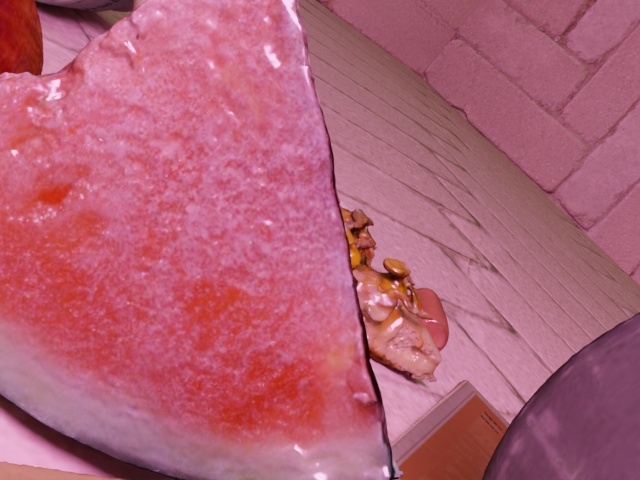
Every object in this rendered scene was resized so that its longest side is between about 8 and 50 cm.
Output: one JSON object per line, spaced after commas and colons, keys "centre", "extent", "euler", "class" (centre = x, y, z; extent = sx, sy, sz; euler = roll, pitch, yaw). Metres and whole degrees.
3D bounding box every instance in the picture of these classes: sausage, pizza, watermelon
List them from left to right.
{"centre": [-0.058, 0.014, 0.371], "extent": [0.207, 0.202, 0.136], "euler": [32, 49, 27], "class": "watermelon"}
{"centre": [0.000, 0.000, 0.727], "extent": [0.226, 0.069, 0.147], "euler": [49, 14, 31], "class": "pizza"}
{"centre": [0.085, 0.064, 0.817], "extent": [0.034, 0.034, 0.083], "euler": [38, 14, -10], "class": "sausage"}

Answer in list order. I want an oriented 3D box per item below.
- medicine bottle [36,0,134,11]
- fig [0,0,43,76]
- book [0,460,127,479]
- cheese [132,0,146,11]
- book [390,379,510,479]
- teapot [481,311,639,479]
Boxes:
{"centre": [-0.200, -0.266, 0.877], "extent": [0.135, 0.135, 0.168], "euler": [41, 15, 3], "class": "medicine bottle"}
{"centre": [-0.165, -0.065, 0.450], "extent": [0.153, 0.119, 0.119], "euler": [61, 1, -34], "class": "fig"}
{"centre": [-0.022, 0.159, 0.274], "extent": [0.161, 0.026, 0.231], "euler": [25, 21, -45], "class": "book"}
{"centre": [-0.128, -0.145, 0.807], "extent": [0.049, 0.127, 0.235], "euler": [6, 40, -13], "class": "cheese"}
{"centre": [0.119, 0.169, 0.622], "extent": [0.170, 0.018, 0.241], "euler": [45, 15, 13], "class": "book"}
{"centre": [0.204, 0.162, 0.307], "extent": [0.253, 0.300, 0.344], "euler": [37, 18, -14], "class": "teapot"}
